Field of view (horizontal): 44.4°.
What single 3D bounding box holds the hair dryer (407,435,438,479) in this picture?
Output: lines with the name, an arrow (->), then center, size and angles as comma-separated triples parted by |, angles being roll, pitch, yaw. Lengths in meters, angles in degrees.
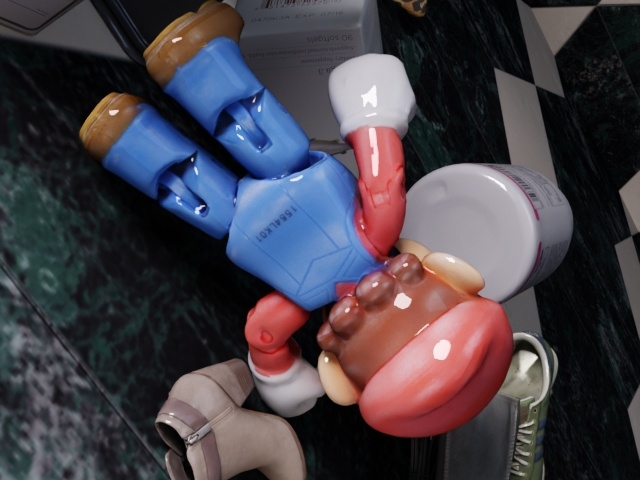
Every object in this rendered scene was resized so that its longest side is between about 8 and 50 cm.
hair dryer -> 0.099, 0.173, 0.739 | 0.293, 0.080, 0.224 | -11, 100, -59

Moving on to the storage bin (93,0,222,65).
storage bin -> -0.121, -0.219, 0.593 | 0.135, 0.091, 0.098 | 59, 29, -16

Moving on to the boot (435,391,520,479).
boot -> 0.142, 0.237, 0.675 | 0.189, 0.076, 0.209 | 36, 54, -54

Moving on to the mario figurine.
mario figurine -> 0.000, 0.000, 0.536 | 0.320, 0.198, 0.170 | 46, 53, -9

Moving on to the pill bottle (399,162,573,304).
pill bottle -> 0.212, -0.012, 0.947 | 0.283, 0.160, 0.160 | -9, 77, -61

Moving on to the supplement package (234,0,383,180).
supplement package -> -0.001, -0.120, 0.647 | 0.105, 0.105, 0.179 | -82, 164, -44

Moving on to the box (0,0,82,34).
box -> -0.123, -0.230, 0.387 | 0.169, 0.289, 0.087 | 14, 58, -57

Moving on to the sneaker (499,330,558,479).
sneaker -> 0.186, 0.176, 0.761 | 0.086, 0.064, 0.192 | 48, 54, -54

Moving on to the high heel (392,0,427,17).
high heel -> 0.059, -0.372, 1.045 | 0.261, 0.093, 0.186 | 53, 43, -30

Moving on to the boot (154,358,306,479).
boot -> -0.059, 0.136, 0.503 | 0.118, 0.042, 0.087 | 61, 35, -8
